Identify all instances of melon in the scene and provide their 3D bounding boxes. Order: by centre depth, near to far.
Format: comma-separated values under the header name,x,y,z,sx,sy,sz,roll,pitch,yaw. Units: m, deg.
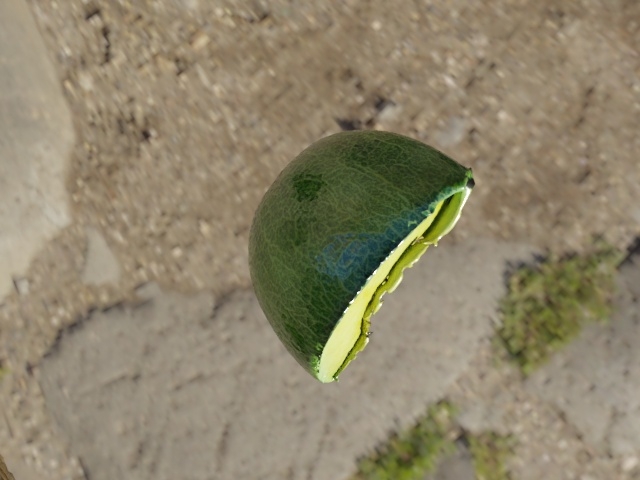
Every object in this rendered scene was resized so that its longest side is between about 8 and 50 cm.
name,x,y,z,sx,sy,sz,roll,pitch,yaw
melon,0.000,0.000,1.756,0.265,0.169,0.129,-57,160,22

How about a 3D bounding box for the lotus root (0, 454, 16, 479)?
name,x,y,z,sx,sy,sz,roll,pitch,yaw
lotus root,-0.122,0.195,0.694,0.078,0.167,0.329,-11,111,-32
